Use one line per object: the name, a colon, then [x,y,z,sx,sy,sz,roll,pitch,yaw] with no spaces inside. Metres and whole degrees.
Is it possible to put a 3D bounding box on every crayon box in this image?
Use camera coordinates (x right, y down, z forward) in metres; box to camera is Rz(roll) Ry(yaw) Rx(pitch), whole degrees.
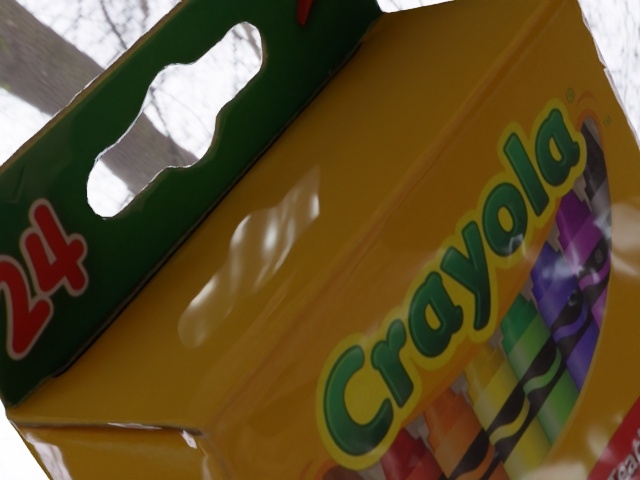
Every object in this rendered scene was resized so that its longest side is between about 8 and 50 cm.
crayon box: [0.042,0.068,0.500,0.081,0.318,0.202,-3,-143,43]
